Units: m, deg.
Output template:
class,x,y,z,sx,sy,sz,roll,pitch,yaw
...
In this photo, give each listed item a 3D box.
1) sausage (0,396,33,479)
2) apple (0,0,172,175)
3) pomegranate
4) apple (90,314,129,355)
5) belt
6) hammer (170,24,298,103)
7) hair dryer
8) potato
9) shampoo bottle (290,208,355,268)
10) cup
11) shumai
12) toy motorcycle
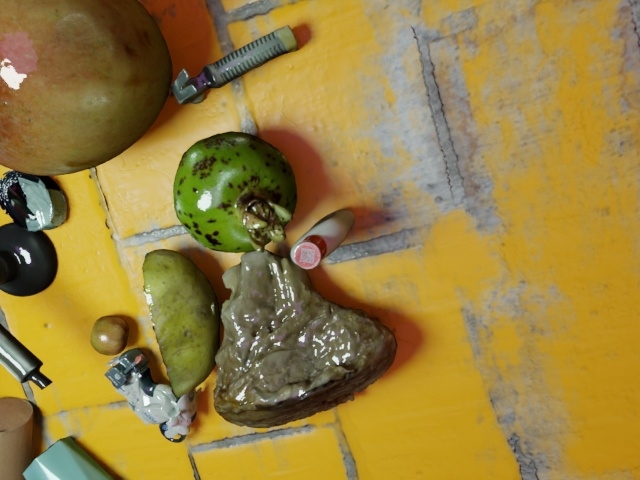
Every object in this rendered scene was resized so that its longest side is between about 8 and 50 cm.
class,x,y,z,sx,sy,sz,roll,pitch,yaw
sausage,-0.696,0.485,1.142,0.123,0.123,0.253,12,104,8
apple,-0.415,-0.283,0.836,0.338,0.305,0.339,19,122,33
pomegranate,-0.130,-0.071,0.863,0.210,0.263,0.211,-11,114,-26
apple,-0.424,0.190,1.049,0.071,0.084,0.084,8,104,-11
belt,-0.566,-0.080,1.033,0.105,0.058,0.140,-42,88,10
hammer,-0.144,-0.292,0.876,0.226,0.159,0.041,-26,103,2
hair dryer,-0.599,0.141,0.972,0.155,0.320,0.284,-29,106,15
potato,-0.242,0.141,0.976,0.111,0.160,0.272,-13,98,-2
shampoo bottle,0.000,0.000,0.857,0.108,0.221,0.051,-33,95,15
cup,-0.512,0.542,1.113,0.236,0.134,0.148,45,134,3
shumai,-0.057,0.173,0.964,0.345,0.217,0.283,-28,64,5
toy motorcycle,-0.330,0.305,1.050,0.221,0.102,0.150,46,118,-1
